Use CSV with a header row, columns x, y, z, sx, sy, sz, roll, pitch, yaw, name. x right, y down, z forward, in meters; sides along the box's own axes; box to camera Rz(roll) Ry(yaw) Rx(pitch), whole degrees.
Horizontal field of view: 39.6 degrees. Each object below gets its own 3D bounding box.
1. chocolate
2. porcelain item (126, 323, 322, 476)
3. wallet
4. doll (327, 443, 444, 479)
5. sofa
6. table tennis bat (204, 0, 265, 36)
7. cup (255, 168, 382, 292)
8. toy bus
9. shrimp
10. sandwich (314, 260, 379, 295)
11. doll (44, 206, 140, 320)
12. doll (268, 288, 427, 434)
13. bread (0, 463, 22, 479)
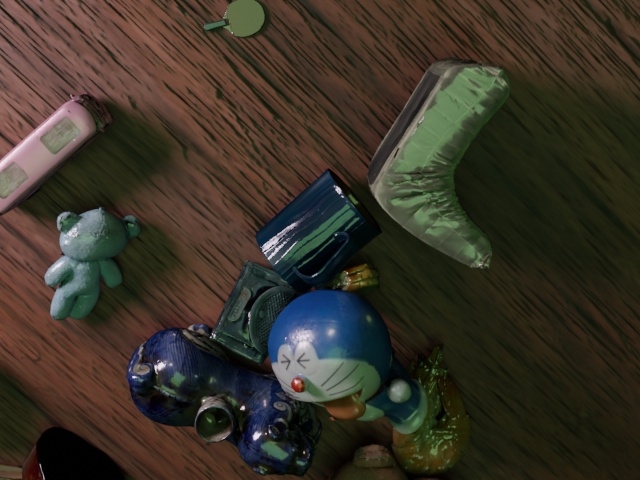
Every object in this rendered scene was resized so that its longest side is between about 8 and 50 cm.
x,y,z,sx,sy,sz,roll,pitch,yaw,name
-0.368,0.359,1.288,0.148,0.125,0.080,37,116,-13,chocolate
-0.134,0.230,1.226,0.288,0.186,0.138,28,102,-6,porcelain item
-0.090,0.100,1.249,0.088,0.026,0.129,28,71,-10,wallet
0.136,0.434,1.292,0.303,0.156,0.201,28,114,-8,doll
0.181,-0.110,1.146,0.176,0.210,0.225,31,99,-6,sofa
-0.115,-0.296,1.195,0.083,0.007,0.050,-14,103,-1,table tennis bat
-0.007,-0.008,1.193,0.138,0.150,0.113,-40,92,9,cup
-0.371,-0.113,1.187,0.203,0.090,0.063,-40,100,6,toy bus
0.166,0.249,1.306,0.115,0.051,0.217,3,104,-6,shrimp
0.038,0.060,1.232,0.093,0.105,0.036,-17,81,-3,sandwich
-0.330,0.028,1.240,0.120,0.075,0.180,2,130,-40,doll
0.035,0.175,1.197,0.257,0.215,0.161,45,61,-36,doll
-0.487,0.359,1.315,0.109,0.043,0.062,-36,103,7,bread
